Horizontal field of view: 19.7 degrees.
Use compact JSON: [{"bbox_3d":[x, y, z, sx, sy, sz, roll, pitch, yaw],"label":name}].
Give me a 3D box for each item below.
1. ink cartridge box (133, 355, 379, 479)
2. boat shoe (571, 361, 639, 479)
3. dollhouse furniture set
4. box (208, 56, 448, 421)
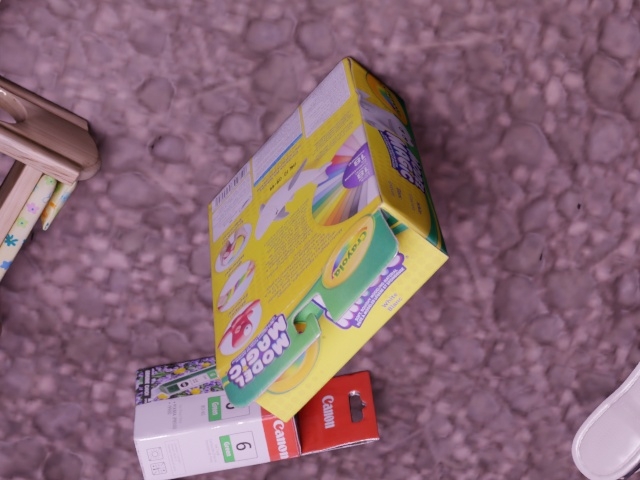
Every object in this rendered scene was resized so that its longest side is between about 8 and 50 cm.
[{"bbox_3d":[-0.032,0.080,0.896,0.115,0.063,0.029,-11,119,2],"label":"ink cartridge box"},{"bbox_3d":[0.180,0.075,0.921,0.125,0.038,0.046,-48,68,13],"label":"boat shoe"},{"bbox_3d":[-0.148,-0.021,0.782,0.101,0.161,0.182,27,113,-16],"label":"dollhouse furniture set"},{"bbox_3d":[0.000,0.000,0.792,0.043,0.179,0.105,37,110,-19],"label":"box"}]
